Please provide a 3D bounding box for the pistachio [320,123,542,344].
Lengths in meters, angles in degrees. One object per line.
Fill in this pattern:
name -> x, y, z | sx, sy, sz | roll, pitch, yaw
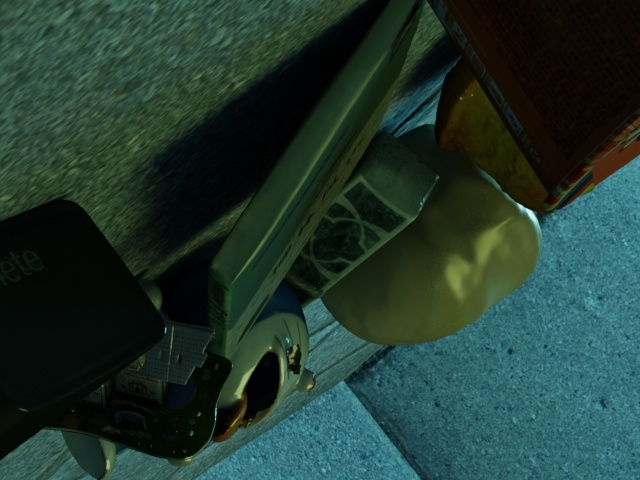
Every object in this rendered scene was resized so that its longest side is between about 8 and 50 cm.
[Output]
pistachio -> 0.099, 0.007, 1.927 | 0.332, 0.226, 0.208 | 121, -19, -61

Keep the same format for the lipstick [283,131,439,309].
lipstick -> 0.000, 0.000, 1.791 | 0.289, 0.077, 0.076 | -40, -167, 47

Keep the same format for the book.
book -> -0.012, -0.041, 1.485 | 0.264, 0.031, 0.379 | -57, 177, -12

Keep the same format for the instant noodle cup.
instant noodle cup -> 0.169, -0.165, 1.101 | 0.250, 0.192, 0.250 | -37, 173, -5

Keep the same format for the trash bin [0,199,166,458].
trash bin -> -0.238, 0.094, 1.213 | 0.225, 0.115, 0.165 | -39, 175, 32

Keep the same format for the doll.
doll -> -0.119, 0.111, 1.707 | 0.257, 0.161, 0.215 | -29, 140, -39

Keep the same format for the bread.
bread -> 0.244, -0.159, 1.731 | 0.312, 0.172, 0.312 | -39, 171, -7

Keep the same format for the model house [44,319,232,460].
model house -> -0.157, 0.090, 1.484 | 0.088, 0.167, 0.117 | 92, 14, -45
